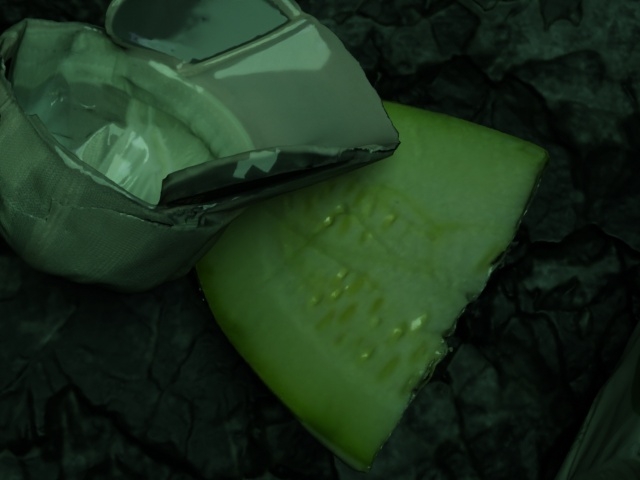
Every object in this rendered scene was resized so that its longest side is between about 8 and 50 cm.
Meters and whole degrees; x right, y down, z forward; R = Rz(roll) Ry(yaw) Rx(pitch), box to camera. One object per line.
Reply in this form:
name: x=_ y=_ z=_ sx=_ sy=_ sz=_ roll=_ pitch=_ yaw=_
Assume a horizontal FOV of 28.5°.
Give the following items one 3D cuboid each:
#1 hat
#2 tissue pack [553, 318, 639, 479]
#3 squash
hat: x=-0.089 y=-0.066 z=0.814 sx=0.275 sy=0.161 sz=0.232 roll=-14 pitch=50 yaw=-11
tissue pack: x=0.357 y=0.084 z=0.854 sx=0.266 sy=0.194 sz=0.356 roll=34 pitch=67 yaw=0
squash: x=0.000 y=0.000 z=0.826 sx=0.155 sy=0.204 sz=0.237 roll=40 pitch=74 yaw=-17
